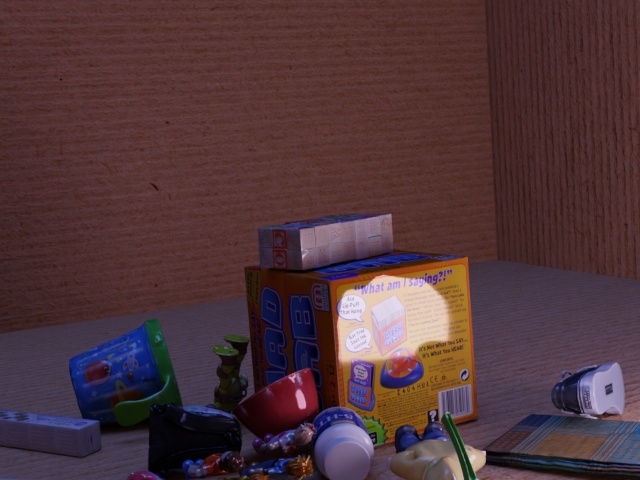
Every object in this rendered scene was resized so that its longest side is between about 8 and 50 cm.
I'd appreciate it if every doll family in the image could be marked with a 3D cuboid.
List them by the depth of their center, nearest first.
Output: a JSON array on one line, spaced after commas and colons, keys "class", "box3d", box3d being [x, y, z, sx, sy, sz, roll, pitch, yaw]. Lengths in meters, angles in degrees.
[{"class": "doll family", "box3d": [-0.101, 0.409, 1.801, 0.263, 0.118, 0.163, -12, -7, -42]}]

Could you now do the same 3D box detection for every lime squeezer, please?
[{"class": "lime squeezer", "box3d": [0.295, 0.410, 1.620, 0.310, 0.110, 0.059, 38, 13, 33]}]

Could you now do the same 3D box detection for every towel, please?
[{"class": "towel", "box3d": [0.522, 0.387, 1.920, 0.370, 0.040, 0.271, -2, 6, 34]}]

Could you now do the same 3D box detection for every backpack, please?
[{"class": "backpack", "box3d": [-0.243, 0.382, 1.987, 0.182, 0.152, 0.115, 1, 2, -9]}]

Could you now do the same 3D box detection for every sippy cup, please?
[{"class": "sippy cup", "box3d": [-0.452, 0.322, 2.352, 0.224, 0.240, 0.305, -15, -14, -11]}]

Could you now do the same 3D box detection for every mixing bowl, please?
[{"class": "mixing bowl", "box3d": [-0.073, 0.337, 2.005, 0.181, 0.098, 0.181, -27, -14, -7]}]

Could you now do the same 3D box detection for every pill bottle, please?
[{"class": "pill bottle", "box3d": [0.041, 0.385, 1.891, 0.112, 0.112, 0.187, -4, 6, -5]}]

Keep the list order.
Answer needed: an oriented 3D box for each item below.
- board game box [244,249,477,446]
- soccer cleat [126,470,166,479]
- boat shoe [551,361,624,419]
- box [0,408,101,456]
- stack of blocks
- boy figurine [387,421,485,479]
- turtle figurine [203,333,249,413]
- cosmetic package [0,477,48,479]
[{"class": "board game box", "box3d": [0.084, 0.220, 2.222, 0.356, 0.356, 0.356, -8, 7, -32]}, {"class": "soccer cleat", "box3d": [-0.244, 0.447, 1.738, 0.248, 0.083, 0.095, -2, -18, 45]}, {"class": "boat shoe", "box3d": [0.556, 0.317, 2.116, 0.105, 0.113, 0.306, -7, -2, 29]}, {"class": "box", "box3d": [-0.619, 0.416, 2.220, 0.324, 0.067, 0.063, -1, 7, 30]}, {"class": "stack of blocks", "box3d": [0.000, 0.000, 2.229, 0.171, 0.087, 0.297, 1, 7, 43]}, {"class": "boy figurine", "box3d": [0.212, 0.395, 1.796, 0.177, 0.092, 0.285, -4, 7, -7]}, {"class": "turtle figurine", "box3d": [-0.214, 0.330, 2.252, 0.087, 0.217, 0.269, 21, 24, 26]}, {"class": "cosmetic package", "box3d": [-0.530, 0.455, 1.623, 0.309, 0.113, 0.160, -2, 7, 19]}]
